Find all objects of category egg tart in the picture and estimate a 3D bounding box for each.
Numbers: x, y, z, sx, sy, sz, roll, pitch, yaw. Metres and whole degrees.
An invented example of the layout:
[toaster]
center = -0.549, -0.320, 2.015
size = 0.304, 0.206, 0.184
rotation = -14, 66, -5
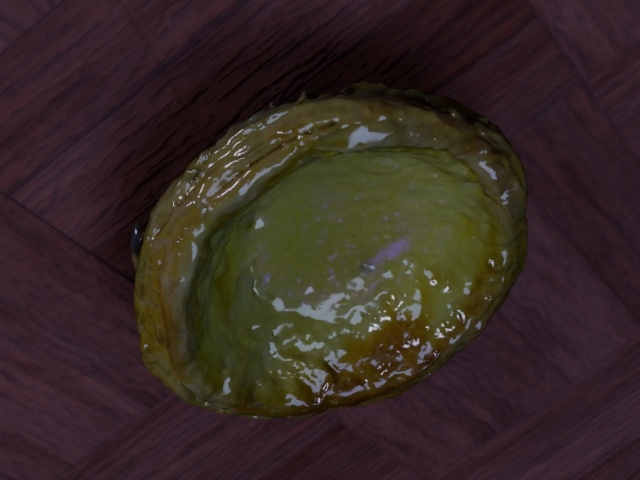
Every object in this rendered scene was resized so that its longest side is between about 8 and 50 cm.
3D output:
[egg tart]
center = 0.000, 0.000, 0.890
size = 0.294, 0.123, 0.294
rotation = -12, 136, -12
